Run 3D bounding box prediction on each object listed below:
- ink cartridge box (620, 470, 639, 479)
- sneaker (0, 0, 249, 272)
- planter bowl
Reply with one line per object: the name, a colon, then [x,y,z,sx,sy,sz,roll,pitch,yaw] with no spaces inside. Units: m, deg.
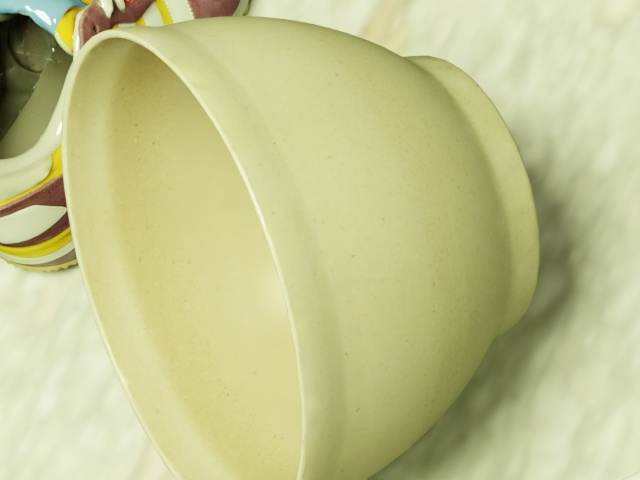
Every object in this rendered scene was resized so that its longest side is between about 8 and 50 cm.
ink cartridge box: [0.204,0.135,0.506,0.306,0.131,0.226,-26,62,-1]
sneaker: [-0.079,-0.082,0.709,0.069,0.084,0.185,14,69,20]
planter bowl: [0.000,0.000,0.623,0.109,0.162,0.162,-17,58,-26]
